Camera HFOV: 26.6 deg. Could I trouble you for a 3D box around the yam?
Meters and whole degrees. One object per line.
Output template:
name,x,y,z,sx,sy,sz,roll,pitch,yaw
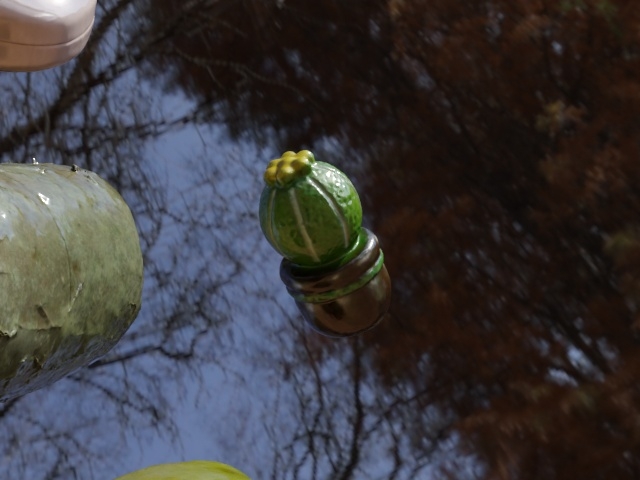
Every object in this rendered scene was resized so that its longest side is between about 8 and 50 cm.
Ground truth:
yam,-0.222,0.029,0.861,0.161,0.268,0.161,1,-85,15

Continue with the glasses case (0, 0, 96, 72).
glasses case,-0.274,-0.167,0.769,0.297,0.113,0.075,18,-62,-1

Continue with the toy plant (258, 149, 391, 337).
toy plant,0.000,0.000,1.151,0.093,0.093,0.162,-26,-64,-3

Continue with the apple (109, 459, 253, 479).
apple,-0.111,0.282,0.934,0.258,0.233,0.295,-48,-29,-20
